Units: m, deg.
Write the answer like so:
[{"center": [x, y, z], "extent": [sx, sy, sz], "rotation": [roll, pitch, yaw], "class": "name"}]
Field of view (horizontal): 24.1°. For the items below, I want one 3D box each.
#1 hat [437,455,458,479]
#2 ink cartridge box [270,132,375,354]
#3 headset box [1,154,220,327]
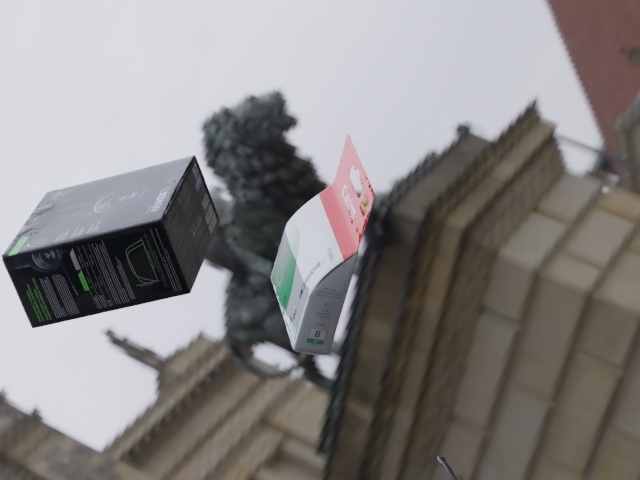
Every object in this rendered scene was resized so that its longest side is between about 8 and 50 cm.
[{"center": [0.215, 0.496, 2.336], "extent": [0.134, 0.331, 0.331], "rotation": [-27, -23, -1], "class": "hat"}, {"center": [0.000, 0.000, 1.845], "extent": [0.181, 0.056, 0.225], "rotation": [-110, 30, -60], "class": "ink cartridge box"}, {"center": [-0.325, 0.001, 2.309], "extent": [0.246, 0.283, 0.131], "rotation": [-73, -33, -62], "class": "headset box"}]
